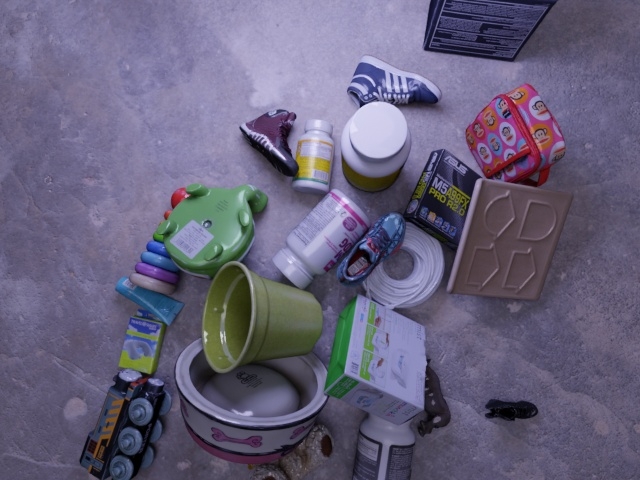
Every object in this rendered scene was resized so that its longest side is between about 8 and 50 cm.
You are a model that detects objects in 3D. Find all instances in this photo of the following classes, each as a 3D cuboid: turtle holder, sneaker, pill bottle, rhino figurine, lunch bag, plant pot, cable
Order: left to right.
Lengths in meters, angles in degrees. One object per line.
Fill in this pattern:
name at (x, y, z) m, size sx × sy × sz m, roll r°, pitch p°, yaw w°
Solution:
turtle holder at (-0.304, -0.036, 1.262) m, size 0.243 × 0.227 × 0.321 m, roll 8°, pitch 63°, yaw 4°
plant pot at (-0.142, 0.212, 1.155) m, size 0.253 × 0.276 × 0.277 m, roll 13°, pitch 85°, yaw -37°
sneaker at (-0.116, -0.319, 1.306) m, size 0.162 × 0.106 × 0.281 m, roll -40°, pitch 58°, yaw -10°
pill bottle at (-0.018, -0.254, 1.319) m, size 0.117 × 0.117 × 0.209 m, roll 8°, pitch 86°, yaw 4°
pill bottle at (0.000, 0.000, 1.275) m, size 0.160 × 0.160 × 0.283 m, roll 44°, pitch 90°, yaw 6°
pill bottle at (0.150, -0.251, 1.199) m, size 0.187 × 0.334 × 0.188 m, roll 0°, pitch 86°, yaw 4°
sneaker at (0.150, 0.026, 1.192) m, size 0.104 × 0.125 × 0.262 m, roll 39°, pitch 87°, yaw 6°
pill bottle at (0.180, 0.595, 1.212) m, size 0.162 × 0.162 × 0.279 m, roll 9°, pitch 86°, yaw 4°
sneaker at (0.217, -0.447, 1.328) m, size 0.282 × 0.099 × 0.153 m, roll 29°, pitch 83°, yaw 12°
cable at (0.237, 0.074, 1.290) m, size 0.256 × 0.089 × 0.258 m, roll -12°, pitch 83°, yaw 2°
rhino figurine at (0.305, 0.437, 1.261) m, size 0.106 × 0.073 × 0.244 m, roll -16°, pitch 83°, yaw -14°
sneaker at (0.547, 0.490, 1.234) m, size 0.170 × 0.089 × 0.051 m, roll 5°, pitch 86°, yaw 4°
lunch bag at (0.538, -0.261, 1.199) m, size 0.120 × 0.293 × 0.258 m, roll -26°, pitch 84°, yaw -4°

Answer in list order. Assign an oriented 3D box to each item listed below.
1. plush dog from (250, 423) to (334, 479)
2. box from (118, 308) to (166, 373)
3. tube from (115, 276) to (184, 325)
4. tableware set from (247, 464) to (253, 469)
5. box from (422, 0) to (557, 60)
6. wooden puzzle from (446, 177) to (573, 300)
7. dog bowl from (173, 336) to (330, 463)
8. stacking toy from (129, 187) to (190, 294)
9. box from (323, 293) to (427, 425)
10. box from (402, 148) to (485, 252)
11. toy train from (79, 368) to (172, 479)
plush dog at (-0.124, 0.588, 1.245) m, size 0.262 × 0.211 × 0.225 m, roll -25°, pitch 67°, yaw -29°
box at (-0.549, 0.312, 1.343) m, size 0.108 × 0.042 × 0.179 m, roll 11°, pitch 87°, yaw 4°
tube at (-0.537, 0.183, 1.349) m, size 0.207 × 0.052 × 0.080 m, roll 28°, pitch 67°, yaw 4°
tableware set at (-0.200, 0.744, 1.295) m, size 0.103 × 0.024 × 0.154 m, roll -1°, pitch 86°, yaw 7°
box at (0.471, -0.685, 1.235) m, size 0.295 × 0.294 × 0.183 m, roll 10°, pitch 84°, yaw 4°
wooden puzzle at (0.517, 0.002, 1.208) m, size 0.347 × 0.080 × 0.323 m, roll 5°, pitch 106°, yaw -21°
dog bowl at (-0.183, 0.405, 1.149) m, size 0.407 × 0.408 × 0.151 m, roll 14°, pitch 108°, yaw 5°
stacking toy at (-0.464, -0.008, 1.330) m, size 0.141 × 0.141 × 0.331 m, roll 16°, pitch 80°, yaw 5°
box at (0.156, 0.313, 1.161) m, size 0.231 × 0.262 × 0.127 m, roll 27°, pitch 131°, yaw -10°
box at (0.389, -0.099, 1.241) m, size 0.270 × 0.060 × 0.217 m, roll 30°, pitch 81°, yaw -23°
toy train at (-0.575, 0.550, 1.275) m, size 0.190 × 0.142 × 0.334 m, roll 20°, pitch 92°, yaw 14°
